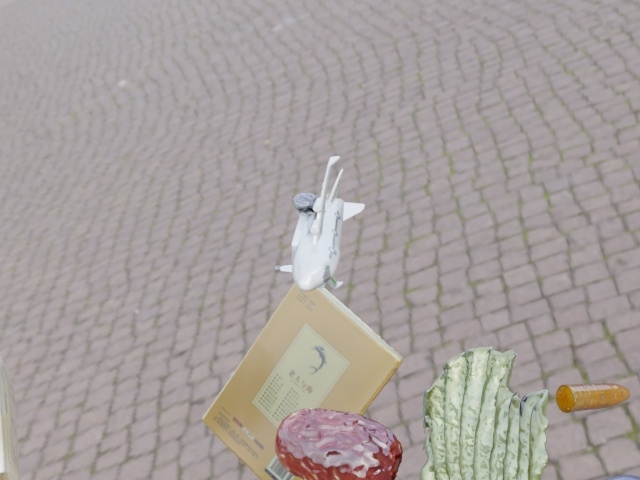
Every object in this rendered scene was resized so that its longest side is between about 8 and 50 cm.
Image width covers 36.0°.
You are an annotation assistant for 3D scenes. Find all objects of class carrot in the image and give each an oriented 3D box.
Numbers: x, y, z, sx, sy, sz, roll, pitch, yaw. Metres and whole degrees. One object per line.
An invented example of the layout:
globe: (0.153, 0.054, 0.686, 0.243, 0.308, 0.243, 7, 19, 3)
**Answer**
carrot: (0.454, 0.253, 1.611, 0.139, 0.048, 0.048, -1, 16, -25)

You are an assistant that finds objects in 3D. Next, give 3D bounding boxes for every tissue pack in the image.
tissue pack: (-0.619, 0.344, 1.788, 0.125, 0.159, 0.234, -7, 60, -12)

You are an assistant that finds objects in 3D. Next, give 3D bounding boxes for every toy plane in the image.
toy plane: (-0.005, -0.001, 1.584, 0.101, 0.251, 0.255, 8, 37, 15)

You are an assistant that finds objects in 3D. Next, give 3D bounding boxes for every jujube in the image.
jujube: (0.024, 0.289, 1.357, 0.176, 0.109, 0.112, 16, 0, 12)

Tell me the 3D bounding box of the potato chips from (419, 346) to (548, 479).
potato chips: (0.272, 0.382, 1.595, 0.097, 0.390, 0.373, 1, 15, -18)

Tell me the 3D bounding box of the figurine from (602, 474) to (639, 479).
figurine: (0.301, 0.245, 0.871, 0.195, 0.111, 0.102, -31, 32, 7)

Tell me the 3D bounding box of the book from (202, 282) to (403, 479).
book: (-0.044, 0.293, 1.926, 0.389, 0.269, 0.032, -54, -21, 16)
